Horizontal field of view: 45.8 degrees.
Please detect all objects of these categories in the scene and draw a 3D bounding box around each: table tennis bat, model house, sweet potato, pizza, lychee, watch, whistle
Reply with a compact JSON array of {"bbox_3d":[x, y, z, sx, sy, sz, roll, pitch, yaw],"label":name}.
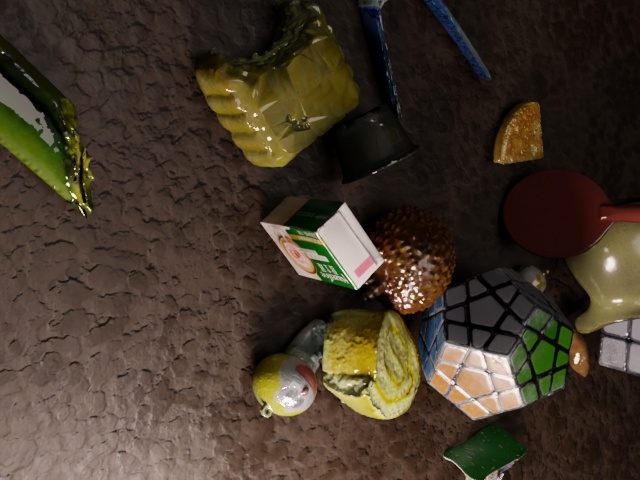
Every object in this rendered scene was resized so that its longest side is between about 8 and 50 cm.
[{"bbox_3d":[0.549,-0.059,1.634,0.038,0.310,0.200,33,59,-70],"label":"table tennis bat"},{"bbox_3d":[0.366,0.501,1.688,0.167,0.117,0.088,-22,124,-31],"label":"model house"},{"bbox_3d":[0.610,0.244,1.837,0.065,0.051,0.218,-49,119,-35],"label":"sweet potato"},{"bbox_3d":[0.435,-0.220,1.665,0.175,0.046,0.134,-49,118,-18],"label":"pizza"},{"bbox_3d":[0.160,0.039,1.435,0.238,0.200,0.200,-39,116,-37],"label":"lychee"},{"bbox_3d":[0.210,-0.403,1.481,0.276,0.068,0.274,-29,111,-28],"label":"watch"},{"bbox_3d":[-0.039,0.232,1.378,0.223,0.123,0.123,-51,121,-34],"label":"whistle"}]

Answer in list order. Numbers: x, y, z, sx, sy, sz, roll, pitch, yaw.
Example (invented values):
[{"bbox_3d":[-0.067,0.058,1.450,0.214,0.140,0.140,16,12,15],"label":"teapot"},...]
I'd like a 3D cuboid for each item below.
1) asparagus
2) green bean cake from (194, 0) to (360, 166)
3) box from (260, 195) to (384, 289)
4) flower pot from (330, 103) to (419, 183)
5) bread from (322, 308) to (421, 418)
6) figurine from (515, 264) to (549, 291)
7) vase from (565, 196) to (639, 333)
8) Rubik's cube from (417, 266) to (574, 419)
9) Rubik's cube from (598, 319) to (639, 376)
[{"bbox_3d":[-0.430,-0.192,1.067,0.382,0.108,0.128,47,70,-30],"label":"asparagus"},{"bbox_3d":[-0.064,-0.267,1.285,0.236,0.124,0.233,-42,116,-21],"label":"green bean cake"},{"bbox_3d":[0.000,0.000,1.315,0.081,0.199,0.135,-44,115,-18],"label":"box"},{"bbox_3d":[0.090,-0.182,1.391,0.157,0.157,0.106,-29,97,-27],"label":"flower pot"},{"bbox_3d":[0.098,0.240,1.437,0.257,0.124,0.185,55,51,-44],"label":"bread"},{"bbox_3d":[0.448,0.113,1.710,0.143,0.068,0.101,-20,100,-12],"label":"figurine"},{"bbox_3d":[0.705,0.060,1.702,0.241,0.329,0.302,-10,95,-27],"label":"vase"},{"bbox_3d":[0.348,0.204,1.531,0.264,0.319,0.318,9,91,-7],"label":"Rubik's cube"},{"bbox_3d":[0.936,0.170,1.873,0.345,0.337,0.343,-1,97,-34],"label":"Rubik's cube"}]
